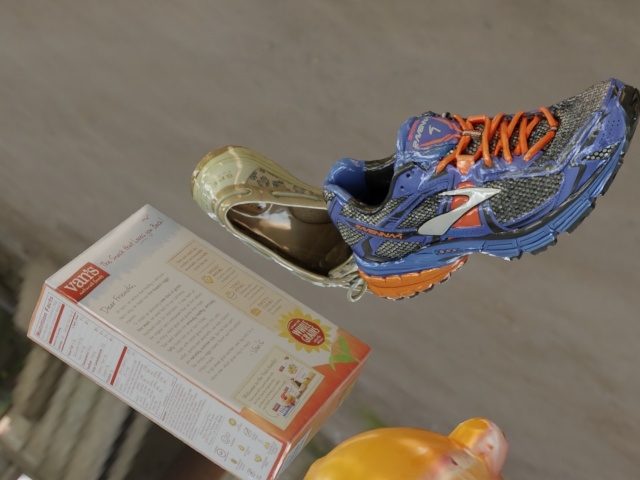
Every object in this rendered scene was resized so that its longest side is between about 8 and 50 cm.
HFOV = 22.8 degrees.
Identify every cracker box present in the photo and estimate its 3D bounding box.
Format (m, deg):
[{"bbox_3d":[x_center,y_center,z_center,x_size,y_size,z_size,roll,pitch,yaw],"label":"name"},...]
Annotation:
[{"bbox_3d":[-0.096,0.082,1.279,0.232,0.156,0.067,33,126,10],"label":"cracker box"}]

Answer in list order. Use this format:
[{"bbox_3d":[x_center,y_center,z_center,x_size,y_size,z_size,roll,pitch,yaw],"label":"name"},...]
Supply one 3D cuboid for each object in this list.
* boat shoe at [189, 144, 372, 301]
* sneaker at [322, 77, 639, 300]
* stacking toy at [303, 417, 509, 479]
[{"bbox_3d":[0.000,0.000,1.578,0.285,0.104,0.089,20,-158,-30],"label":"boat shoe"},{"bbox_3d":[0.082,-0.036,0.880,0.221,0.083,0.087,-28,115,40],"label":"sneaker"},{"bbox_3d":[0.116,0.136,0.343,0.302,0.175,0.166,33,-172,21],"label":"stacking toy"}]
